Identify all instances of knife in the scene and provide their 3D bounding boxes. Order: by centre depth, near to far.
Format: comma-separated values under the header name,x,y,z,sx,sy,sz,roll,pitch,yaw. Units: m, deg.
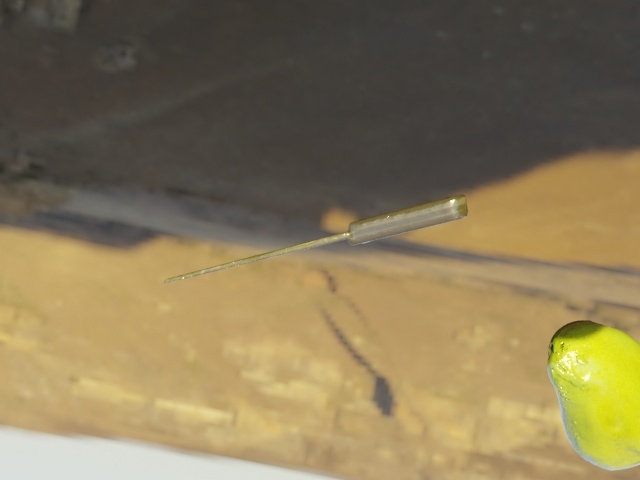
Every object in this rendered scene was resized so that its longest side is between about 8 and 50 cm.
name,x,y,z,sx,sy,sz,roll,pitch,yaw
knife,0.000,0.000,1.406,0.245,0.019,0.072,-14,-179,14

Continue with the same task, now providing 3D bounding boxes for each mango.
name,x,y,z,sx,sy,sz,roll,pitch,yaw
mango,0.219,0.119,1.356,0.074,0.091,0.165,15,161,37
